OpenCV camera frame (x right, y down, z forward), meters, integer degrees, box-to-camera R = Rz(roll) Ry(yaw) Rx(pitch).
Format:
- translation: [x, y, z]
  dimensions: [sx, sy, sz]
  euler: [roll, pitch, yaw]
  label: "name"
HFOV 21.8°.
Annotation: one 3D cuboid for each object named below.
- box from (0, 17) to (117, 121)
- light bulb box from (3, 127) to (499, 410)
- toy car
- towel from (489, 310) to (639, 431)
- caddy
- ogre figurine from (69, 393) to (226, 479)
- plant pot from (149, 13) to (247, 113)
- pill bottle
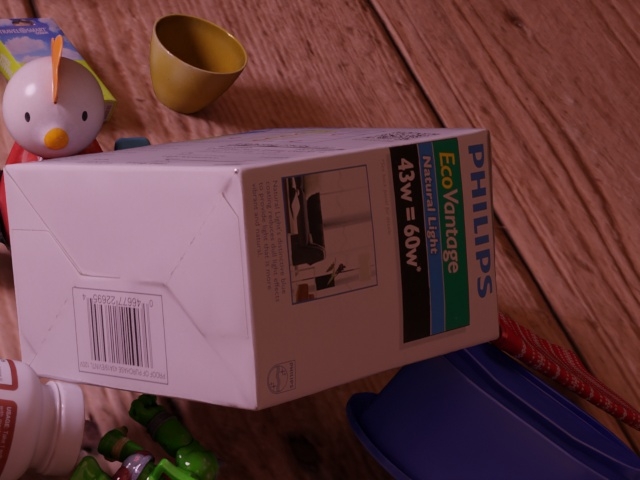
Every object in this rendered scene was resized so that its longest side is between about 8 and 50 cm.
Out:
- translation: [-0.355, -0.221, 2.157]
  dimensions: [0.109, 0.042, 0.178]
  euler: [-8, 47, -42]
  label: "box"
- translation: [-0.065, 0.011, 1.682]
  dimensions: [0.358, 0.225, 0.361]
  euler: [4, 10, 44]
  label: "light bulb box"
- translation: [-0.292, -0.109, 1.828]
  dimensions: [0.219, 0.238, 0.210]
  euler: [-3, 41, -9]
  label: "toy car"
- translation: [0.262, 0.133, 1.988]
  dimensions: [0.275, 0.031, 0.199]
  euler: [31, 6, -31]
  label: "towel"
- translation: [0.187, 0.246, 1.792]
  dimensions: [0.341, 0.179, 0.241]
  euler: [36, 13, 9]
  label: "caddy"
- translation: [-0.175, 0.241, 1.619]
  dimensions: [0.118, 0.097, 0.197]
  euler: [25, 25, 12]
  label: "ogre figurine"
- translation: [-0.178, -0.229, 2.243]
  dimensions: [0.134, 0.095, 0.134]
  euler: [19, 34, -13]
  label: "plant pot"
- translation: [-0.341, 0.168, 1.578]
  dimensions: [0.216, 0.121, 0.121]
  euler: [11, 37, -23]
  label: "pill bottle"
